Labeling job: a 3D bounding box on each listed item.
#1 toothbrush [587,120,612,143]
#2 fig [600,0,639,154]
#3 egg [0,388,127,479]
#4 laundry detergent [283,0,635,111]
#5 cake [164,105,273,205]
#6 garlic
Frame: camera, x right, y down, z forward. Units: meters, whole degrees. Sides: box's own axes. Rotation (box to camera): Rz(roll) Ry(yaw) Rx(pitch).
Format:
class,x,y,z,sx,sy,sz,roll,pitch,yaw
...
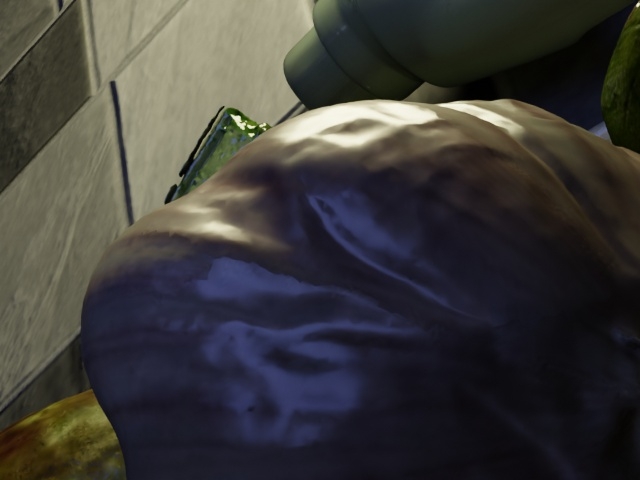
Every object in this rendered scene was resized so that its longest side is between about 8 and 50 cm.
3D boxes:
class,x,y,z,sx,sy,sz,roll,pitch,yaw
toothbrush,0.081,-0.022,1.042,0.263,0.022,0.026,-28,66,22
fig,0.193,-0.070,0.896,0.123,0.123,0.156,-59,4,-2
egg,-0.100,0.192,0.937,0.289,0.238,0.238,-54,29,32
laundry detergent,0.130,-0.202,1.088,0.398,0.125,0.264,-41,35,27
cake,0.018,0.010,1.144,0.235,0.099,0.100,28,85,37
garlic,0.061,0.085,0.751,0.259,0.317,0.317,-9,56,48
